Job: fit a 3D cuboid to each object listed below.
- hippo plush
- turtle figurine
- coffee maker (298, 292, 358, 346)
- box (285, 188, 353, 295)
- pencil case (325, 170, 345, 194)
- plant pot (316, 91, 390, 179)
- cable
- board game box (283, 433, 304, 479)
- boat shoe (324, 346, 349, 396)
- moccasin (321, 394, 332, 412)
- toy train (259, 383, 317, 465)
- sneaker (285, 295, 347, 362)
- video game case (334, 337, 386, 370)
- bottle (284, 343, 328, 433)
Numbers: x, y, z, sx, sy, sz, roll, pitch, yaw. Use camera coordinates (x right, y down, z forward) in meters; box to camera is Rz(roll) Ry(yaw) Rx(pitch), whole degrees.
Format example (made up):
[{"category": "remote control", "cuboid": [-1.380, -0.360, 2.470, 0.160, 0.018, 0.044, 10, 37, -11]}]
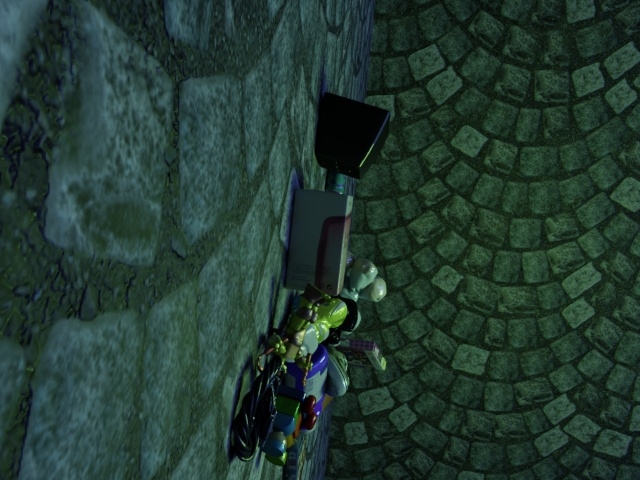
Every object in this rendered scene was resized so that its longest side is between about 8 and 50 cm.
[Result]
[{"category": "hippo plush", "cuboid": [0.036, 0.181, 1.726, 0.294, 0.234, 0.236, -25, -155, 48]}, {"category": "turtle figurine", "cuboid": [-0.052, 0.205, 1.168, 0.217, 0.087, 0.269, -59, 151, -11]}, {"category": "coffee maker", "cuboid": [-0.002, 0.213, 1.513, 0.120, 0.171, 0.178, -55, 180, -33]}, {"category": "box", "cuboid": [0.000, 0.000, 1.298, 0.148, 0.126, 0.232, -31, 128, -81]}, {"category": "pencil case", "cuboid": [0.056, -0.222, 1.842, 0.070, 0.064, 0.152, 39, 57, -64]}, {"category": "plant pot", "cuboid": [0.077, -0.279, 1.536, 0.187, 0.188, 0.167, 64, 47, -79]}, {"category": "cable", "cuboid": [-0.111, 0.291, 0.972, 0.150, 0.047, 0.185, 54, 53, -69]}, {"category": "board game box", "cuboid": [-0.078, 0.674, 1.688, 0.165, 0.042, 0.243, -68, 163, -66]}, {"category": "boat shoe", "cuboid": [0.026, 0.349, 1.569, 0.302, 0.094, 0.109, -151, -129, -69]}, {"category": "moccasin", "cuboid": [-0.001, 0.440, 1.796, 0.380, 0.139, 0.147, 3, 103, -74]}, {"category": "toy train", "cuboid": [-0.078, 0.439, 1.231, 0.248, 0.105, 0.143, 89, 20, -49]}, {"category": "sneaker", "cuboid": [-0.047, 0.205, 1.333, 0.240, 0.126, 0.091, -28, 129, -45]}, {"category": "video game case", "cuboid": [0.101, 0.400, 1.948, 0.210, 0.232, 0.042, 62, 36, -55]}, {"category": "bottle", "cuboid": [-0.040, 0.396, 1.451, 0.118, 0.092, 0.283, -35, 139, -41]}]
